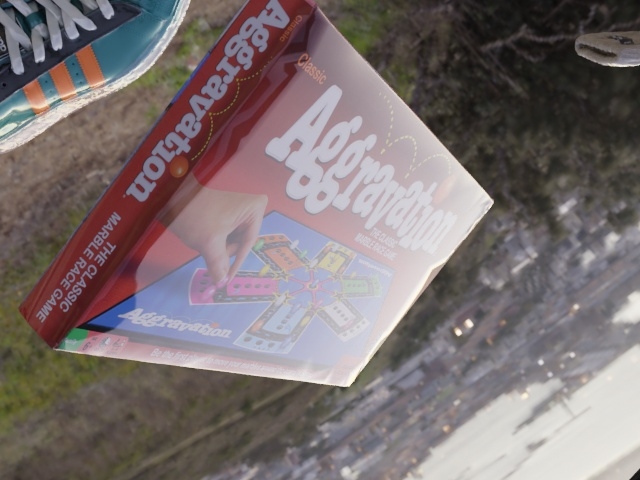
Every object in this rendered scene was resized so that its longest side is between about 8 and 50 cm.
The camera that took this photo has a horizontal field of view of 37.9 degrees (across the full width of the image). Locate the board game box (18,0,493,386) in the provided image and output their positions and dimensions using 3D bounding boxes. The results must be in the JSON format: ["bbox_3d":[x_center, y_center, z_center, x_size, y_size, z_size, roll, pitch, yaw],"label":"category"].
[{"bbox_3d":[0.000,0.000,0.434,0.145,0.027,0.281,-53,156,5],"label":"board game box"}]

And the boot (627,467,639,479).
[{"bbox_3d":[0.110,0.184,0.416,0.262,0.091,0.229,-18,150,-26],"label":"boot"}]

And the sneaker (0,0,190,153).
[{"bbox_3d":[-0.242,-0.165,0.790,0.302,0.108,0.121,-32,171,22],"label":"sneaker"}]

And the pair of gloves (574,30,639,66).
[{"bbox_3d":[0.361,-0.152,0.775,0.204,0.240,0.042,-16,115,-20],"label":"pair of gloves"}]
